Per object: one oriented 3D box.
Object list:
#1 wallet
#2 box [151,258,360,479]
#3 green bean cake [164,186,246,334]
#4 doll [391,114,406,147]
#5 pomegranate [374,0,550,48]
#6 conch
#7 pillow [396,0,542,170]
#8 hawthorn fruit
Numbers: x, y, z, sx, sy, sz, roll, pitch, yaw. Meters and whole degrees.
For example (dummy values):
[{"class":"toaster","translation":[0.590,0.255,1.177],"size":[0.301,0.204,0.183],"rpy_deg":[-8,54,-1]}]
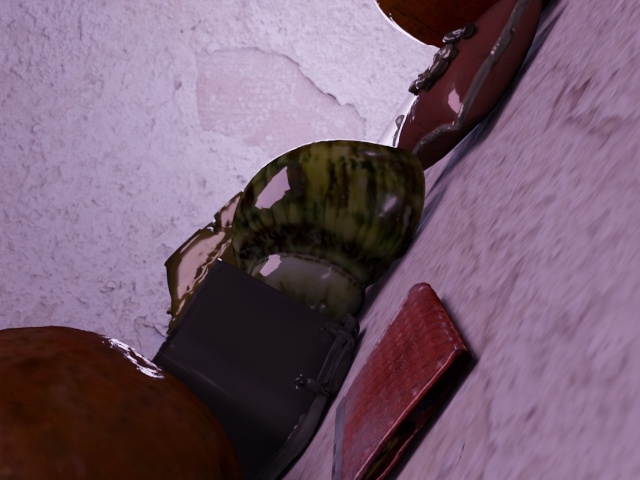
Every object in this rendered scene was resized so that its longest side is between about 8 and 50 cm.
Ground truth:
[{"class":"wallet","translation":[0.039,0.080,0.647],"size":[0.103,0.020,0.196],"rpy_deg":[-57,2,5]},{"class":"box","translation":[-0.087,0.137,0.986],"size":[0.243,0.135,0.163],"rpy_deg":[-54,4,40]},{"class":"green bean cake","translation":[-0.095,0.037,1.652],"size":[0.285,0.202,0.310],"rpy_deg":[-55,3,-4]},{"class":"doll","translation":[0.107,-0.116,1.452],"size":[0.083,0.050,0.076],"rpy_deg":[-76,1,-78]},{"class":"pomegranate","translation":[0.136,-0.301,1.210],"size":[0.210,0.235,0.210],"rpy_deg":[-54,22,34]},{"class":"conch","translation":[-0.002,0.000,1.071],"size":[0.187,0.124,0.181],"rpy_deg":[-10,78,44]},{"class":"pillow","translation":[0.131,-0.148,1.115],"size":[0.171,0.075,0.179],"rpy_deg":[-56,2,-22]},{"class":"hawthorn fruit","translation":[-0.206,0.173,0.793],"size":[0.277,0.298,0.277],"rpy_deg":[-41,-7,-6]}]
